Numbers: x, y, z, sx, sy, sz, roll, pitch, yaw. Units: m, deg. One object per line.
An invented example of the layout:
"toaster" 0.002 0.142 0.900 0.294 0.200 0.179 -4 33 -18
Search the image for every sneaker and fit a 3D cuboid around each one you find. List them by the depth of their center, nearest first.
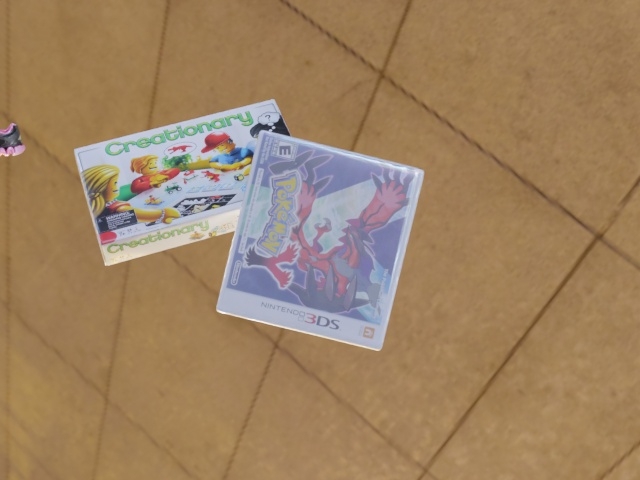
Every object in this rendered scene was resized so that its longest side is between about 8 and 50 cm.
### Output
"sneaker" -0.530 -0.160 1.687 0.047 0.119 0.057 -137 41 -60

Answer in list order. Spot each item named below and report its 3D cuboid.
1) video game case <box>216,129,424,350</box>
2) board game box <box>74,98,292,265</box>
"video game case" 0.000 0.000 1.145 0.183 0.201 0.023 14 179 -2
"board game box" -0.179 -0.087 1.512 0.053 0.305 0.193 88 162 -50
